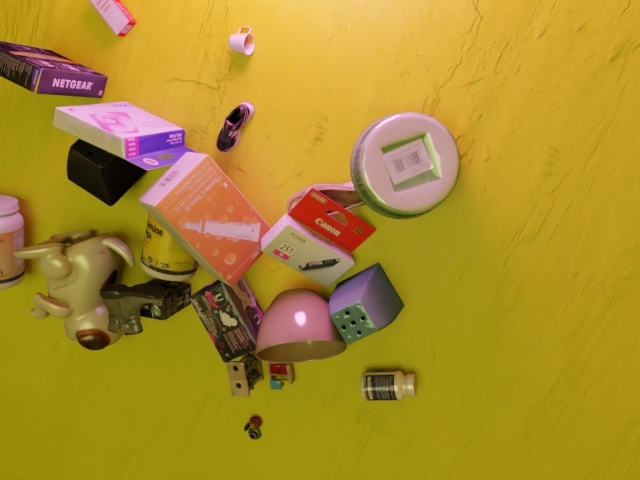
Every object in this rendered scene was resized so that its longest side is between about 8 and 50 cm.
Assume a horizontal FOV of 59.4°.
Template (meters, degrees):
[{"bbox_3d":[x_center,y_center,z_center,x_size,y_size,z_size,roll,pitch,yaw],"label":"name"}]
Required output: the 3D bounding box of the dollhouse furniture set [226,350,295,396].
[{"bbox_3d":[-0.201,0.443,1.905,0.183,0.129,0.129,-4,103,19],"label":"dollhouse furniture set"}]

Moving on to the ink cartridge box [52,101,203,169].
[{"bbox_3d":[-0.567,-0.329,1.709,0.330,0.324,0.071,24,112,10],"label":"ink cartridge box"}]

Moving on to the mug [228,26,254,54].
[{"bbox_3d":[-0.238,-0.598,1.689,0.064,0.078,0.062,14,141,22],"label":"mug"}]

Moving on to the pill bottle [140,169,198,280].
[{"bbox_3d":[-0.466,-0.052,1.825,0.187,0.188,0.334,20,109,11],"label":"pill bottle"}]

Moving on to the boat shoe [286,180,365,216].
[{"bbox_3d":[0.021,-0.125,1.708,0.285,0.089,0.105,-14,100,19],"label":"boat shoe"}]

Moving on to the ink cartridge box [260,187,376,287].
[{"bbox_3d":[0.000,0.000,1.686,0.275,0.060,0.239,31,119,-30],"label":"ink cartridge box"}]

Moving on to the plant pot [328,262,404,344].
[{"bbox_3d":[0.125,0.202,1.686,0.165,0.234,0.166,-29,94,22],"label":"plant pot"}]

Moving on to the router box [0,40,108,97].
[{"bbox_3d":[-0.866,-0.534,1.756,0.243,0.309,0.081,26,107,10],"label":"router box"}]

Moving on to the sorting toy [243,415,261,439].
[{"bbox_3d":[-0.247,0.684,2.030,0.061,0.042,0.102,11,107,14],"label":"sorting toy"}]

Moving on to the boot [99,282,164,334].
[{"bbox_3d":[-0.593,0.226,1.810,0.246,0.083,0.161,-1,108,23],"label":"boot"}]

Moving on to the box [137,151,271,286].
[{"bbox_3d":[-0.332,-0.063,1.675,0.215,0.168,0.345,-49,122,-16],"label":"box"}]

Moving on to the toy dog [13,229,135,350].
[{"bbox_3d":[-0.812,0.180,1.977,0.395,0.284,0.408,-7,104,0],"label":"toy dog"}]

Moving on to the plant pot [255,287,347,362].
[{"bbox_3d":[-0.068,0.261,1.769,0.284,0.284,0.191,-16,64,20],"label":"plant pot"}]

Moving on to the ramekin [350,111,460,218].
[{"bbox_3d":[0.236,-0.207,1.543,0.303,0.148,0.303,0,94,0],"label":"ramekin"}]

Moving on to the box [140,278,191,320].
[{"bbox_3d":[-0.551,0.199,1.921,0.147,0.180,0.078,7,104,15],"label":"box"}]

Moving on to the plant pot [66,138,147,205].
[{"bbox_3d":[-0.698,-0.259,1.808,0.188,0.187,0.167,33,153,6],"label":"plant pot"}]

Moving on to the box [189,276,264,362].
[{"bbox_3d":[-0.290,0.246,1.863,0.142,0.163,0.247,-25,96,18],"label":"box"}]

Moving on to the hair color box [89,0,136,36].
[{"bbox_3d":[-0.660,-0.728,1.784,0.072,0.043,0.141,-37,93,22],"label":"hair color box"}]

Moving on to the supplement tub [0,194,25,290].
[{"bbox_3d":[-1.208,0.004,2.046,0.228,0.228,0.316,12,108,14],"label":"supplement tub"}]

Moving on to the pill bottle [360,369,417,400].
[{"bbox_3d":[0.220,0.465,1.801,0.169,0.094,0.094,-6,102,19],"label":"pill bottle"}]

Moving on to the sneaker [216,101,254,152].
[{"bbox_3d":[-0.281,-0.356,1.748,0.072,0.077,0.178,35,112,7],"label":"sneaker"}]
